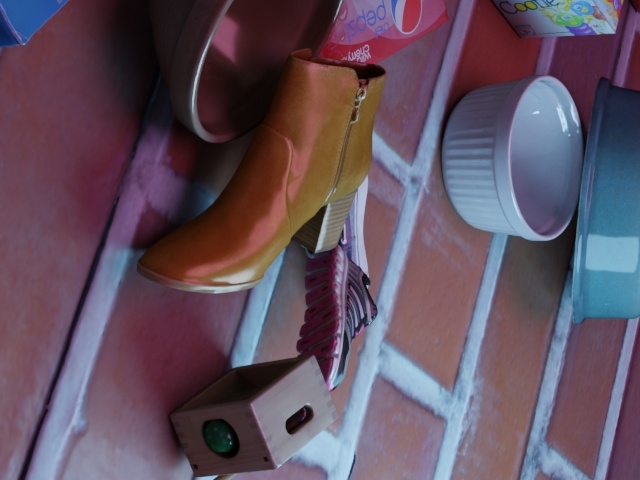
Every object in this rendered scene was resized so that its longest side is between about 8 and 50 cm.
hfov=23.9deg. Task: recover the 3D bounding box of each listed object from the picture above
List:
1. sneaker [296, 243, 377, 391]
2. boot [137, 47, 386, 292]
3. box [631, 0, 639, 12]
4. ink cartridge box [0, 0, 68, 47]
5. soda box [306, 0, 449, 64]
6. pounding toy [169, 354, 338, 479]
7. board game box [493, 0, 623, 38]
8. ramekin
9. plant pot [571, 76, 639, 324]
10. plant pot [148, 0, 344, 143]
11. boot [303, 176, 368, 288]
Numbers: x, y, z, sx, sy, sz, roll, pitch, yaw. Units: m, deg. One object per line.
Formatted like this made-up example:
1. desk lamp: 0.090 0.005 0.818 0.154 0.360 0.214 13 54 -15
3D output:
1. sneaker: 0.023 0.086 1.554 0.075 0.063 0.170 31 45 -33
2. boot: -0.052 -0.075 1.444 0.295 0.104 0.211 -18 127 -50
3. box: 0.560 -0.511 2.302 0.142 0.154 0.300 43 56 -46
4. ink cartridge box: -0.285 -0.279 1.112 0.168 0.171 0.232 -55 133 -38
5. soda box: 0.037 -0.241 1.640 0.263 0.083 0.092 -37 121 -48
6. pounding toy: -0.075 0.192 1.477 0.141 0.130 0.100 -34 106 -49
7. board game box: 0.329 -0.422 1.990 0.142 0.144 0.275 41 59 -48
8. ramekin: 0.240 -0.103 1.907 0.207 0.109 0.207 -2 92 -54
9. plant pot: 0.525 -0.035 2.028 0.341 0.334 0.341 7 90 -75
10. plant pot: -0.083 -0.218 1.413 0.237 0.110 0.237 -48 159 -25
11. boot: 0.000 0.000 1.627 0.086 0.069 0.190 -2 93 -38
